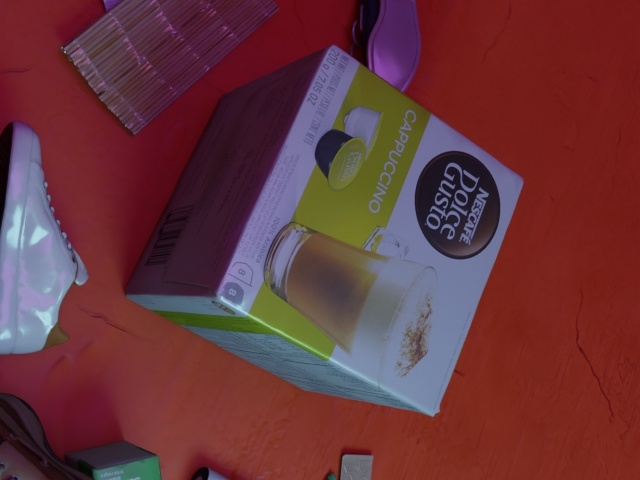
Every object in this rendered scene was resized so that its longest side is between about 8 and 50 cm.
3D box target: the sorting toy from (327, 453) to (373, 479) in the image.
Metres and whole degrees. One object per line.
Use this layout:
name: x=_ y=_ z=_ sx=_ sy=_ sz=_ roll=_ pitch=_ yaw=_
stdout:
sorting toy: x=0.042 y=0.357 z=1.398 sx=0.083 sy=0.012 sz=0.062 roll=10 pitch=86 yaw=-31

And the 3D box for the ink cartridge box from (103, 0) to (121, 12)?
ink cartridge box: x=-0.265 y=-0.414 z=1.282 sx=0.145 sy=0.045 sz=0.179 roll=-25 pitch=116 yaw=-29

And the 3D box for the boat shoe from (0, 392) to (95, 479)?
boat shoe: x=-0.345 y=0.282 z=1.022 sx=0.122 sy=0.324 sz=0.120 roll=-57 pitch=144 yaw=0

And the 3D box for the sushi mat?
sushi mat: x=-0.204 y=-0.301 z=1.297 sx=0.316 sy=0.019 sz=0.151 roll=-46 pitch=117 yaw=-23

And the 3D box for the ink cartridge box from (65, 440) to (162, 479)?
ink cartridge box: x=-0.253 y=0.372 z=1.154 sx=0.087 sy=0.153 sz=0.208 roll=-7 pitch=89 yaw=-29

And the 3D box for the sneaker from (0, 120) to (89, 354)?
sneaker: x=-0.359 y=-0.003 z=1.161 sx=0.123 sy=0.106 sz=0.290 roll=1 pitch=96 yaw=-34

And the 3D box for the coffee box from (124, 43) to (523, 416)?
coffee box: x=0.000 y=0.000 z=1.215 sx=0.334 sy=0.338 sz=0.337 roll=31 pitch=73 yaw=-24

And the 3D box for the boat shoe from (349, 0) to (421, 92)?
boat shoe: x=0.098 y=-0.339 z=1.444 sx=0.095 sy=0.079 sz=0.254 roll=2 pitch=83 yaw=-26

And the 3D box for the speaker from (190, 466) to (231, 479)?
speaker: x=-0.119 y=0.372 z=1.284 sx=0.136 sy=0.055 sz=0.055 roll=35 pitch=71 yaw=-22
